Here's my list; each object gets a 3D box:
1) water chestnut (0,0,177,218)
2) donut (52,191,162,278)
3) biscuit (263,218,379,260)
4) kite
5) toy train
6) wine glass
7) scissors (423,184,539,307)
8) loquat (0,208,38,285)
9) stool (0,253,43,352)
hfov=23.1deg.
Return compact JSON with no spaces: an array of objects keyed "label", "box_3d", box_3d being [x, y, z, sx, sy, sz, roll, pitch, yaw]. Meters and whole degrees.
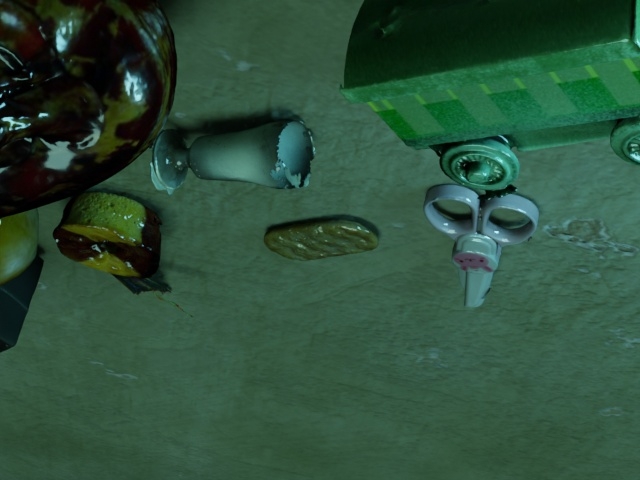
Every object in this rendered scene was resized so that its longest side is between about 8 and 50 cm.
[{"label":"water chestnut","box_3d":[-0.261,-0.139,1.300,0.289,0.244,0.289,11,159,4]},{"label":"donut","box_3d":[-0.240,-0.006,1.807,0.140,0.059,0.140,11,157,4]},{"label":"biscuit","box_3d":[0.000,0.000,1.758,0.147,0.018,0.071,-8,151,39]},{"label":"kite","box_3d":[-0.224,0.053,1.922,0.159,0.010,0.190,30,-177,8]},{"label":"toy train","box_3d":[0.177,-0.136,1.258,0.301,0.120,0.202,-7,147,36]},{"label":"wine glass","box_3d":[-0.089,-0.082,1.559,0.155,0.072,0.072,-1,153,28]},{"label":"scissors","box_3d":[0.167,0.011,1.688,0.118,0.030,0.242,10,154,7]},{"label":"loquat","box_3d":[-0.422,-0.025,1.712,0.227,0.179,0.179,9,158,-17]},{"label":"stool","box_3d":[-0.470,0.054,1.945,0.232,0.141,0.232,9,156,4]}]
